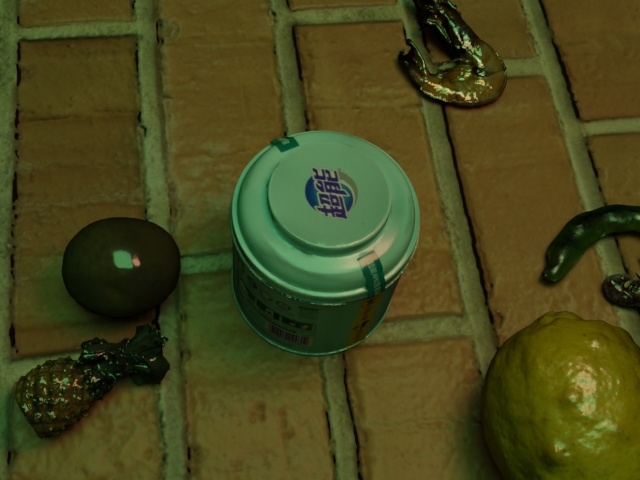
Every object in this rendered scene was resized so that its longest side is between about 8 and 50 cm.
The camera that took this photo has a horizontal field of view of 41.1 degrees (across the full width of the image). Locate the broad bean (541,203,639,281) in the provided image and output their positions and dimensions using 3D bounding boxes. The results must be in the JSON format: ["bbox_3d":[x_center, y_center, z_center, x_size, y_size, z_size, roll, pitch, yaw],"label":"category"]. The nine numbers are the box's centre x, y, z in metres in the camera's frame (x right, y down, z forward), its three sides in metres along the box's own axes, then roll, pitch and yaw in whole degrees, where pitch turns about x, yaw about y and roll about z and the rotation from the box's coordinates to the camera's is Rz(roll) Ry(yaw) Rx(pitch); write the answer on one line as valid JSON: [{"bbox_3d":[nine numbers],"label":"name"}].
[{"bbox_3d":[0.524,-0.003,1.528,0.292,0.049,0.144,-8,53,-3],"label":"broad bean"}]

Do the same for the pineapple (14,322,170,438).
[{"bbox_3d":[-0.343,0.206,1.318,0.237,0.119,0.111,-27,79,-12],"label":"pineapple"}]

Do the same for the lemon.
[{"bbox_3d":[0.375,0.272,1.276,0.285,0.285,0.316,20,87,4],"label":"lemon"}]

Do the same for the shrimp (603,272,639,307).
[{"bbox_3d":[0.580,0.081,1.491,0.165,0.056,0.065,-9,80,5],"label":"shrimp"}]

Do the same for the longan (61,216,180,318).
[{"bbox_3d":[-0.319,0.042,1.377,0.189,0.189,0.189,2,64,-4],"label":"longan"}]

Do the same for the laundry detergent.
[{"bbox_3d":[0.000,0.000,1.342,0.287,0.305,0.287,2,64,-5],"label":"laundry detergent"}]

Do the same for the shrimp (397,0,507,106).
[{"bbox_3d":[0.234,-0.371,1.683,0.178,0.075,0.289,-37,86,-18],"label":"shrimp"}]
